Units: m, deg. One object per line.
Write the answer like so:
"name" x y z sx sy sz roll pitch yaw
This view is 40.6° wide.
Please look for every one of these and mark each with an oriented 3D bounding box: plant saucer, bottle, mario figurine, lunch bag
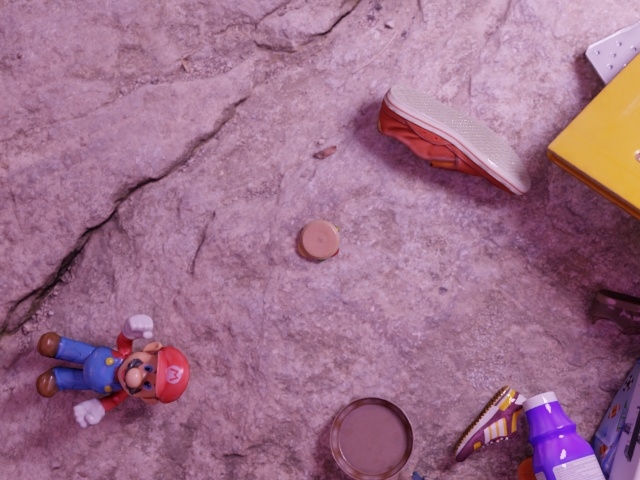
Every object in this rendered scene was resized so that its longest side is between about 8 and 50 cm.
"plant saucer" 0.104 0.398 1.729 0.169 0.029 0.168 -2 75 8
"bottle" 0.458 0.425 1.608 0.118 0.092 0.282 -10 67 -23
"mario figurine" -0.417 0.257 1.714 0.321 0.170 0.198 2 128 13
"lunch bag" 0.677 0.370 1.651 0.243 0.115 0.303 26 95 1

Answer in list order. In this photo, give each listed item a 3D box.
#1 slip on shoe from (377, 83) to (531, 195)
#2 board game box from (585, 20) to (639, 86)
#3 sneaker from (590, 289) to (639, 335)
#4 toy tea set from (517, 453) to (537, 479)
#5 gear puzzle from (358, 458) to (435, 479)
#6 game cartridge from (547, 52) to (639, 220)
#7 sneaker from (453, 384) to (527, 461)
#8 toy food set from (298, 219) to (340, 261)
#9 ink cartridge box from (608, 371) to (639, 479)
"slip on shoe" 0.257 -0.180 1.669 0.331 0.123 0.101 29 128 -2
"board game box" 0.743 -0.281 1.548 0.390 0.050 0.389 -25 60 6
"sneaker" 0.618 0.153 1.676 0.189 0.066 0.071 19 112 9
"toy tea set" 0.408 0.584 1.707 0.200 0.124 0.336 37 101 32
"gear puzzle" 0.130 0.620 1.751 0.176 0.044 0.338 13 94 12
"game cartridge" 0.608 -0.187 1.497 0.324 0.052 0.285 -44 60 -7
"sneaker" 0.341 0.379 1.703 0.084 0.069 0.185 39 97 7
"toy food set" 0.000 0.000 1.738 0.083 0.020 0.083 15 94 4
"ink cartridge box" 0.656 0.351 1.538 0.197 0.114 0.272 14 95 0
